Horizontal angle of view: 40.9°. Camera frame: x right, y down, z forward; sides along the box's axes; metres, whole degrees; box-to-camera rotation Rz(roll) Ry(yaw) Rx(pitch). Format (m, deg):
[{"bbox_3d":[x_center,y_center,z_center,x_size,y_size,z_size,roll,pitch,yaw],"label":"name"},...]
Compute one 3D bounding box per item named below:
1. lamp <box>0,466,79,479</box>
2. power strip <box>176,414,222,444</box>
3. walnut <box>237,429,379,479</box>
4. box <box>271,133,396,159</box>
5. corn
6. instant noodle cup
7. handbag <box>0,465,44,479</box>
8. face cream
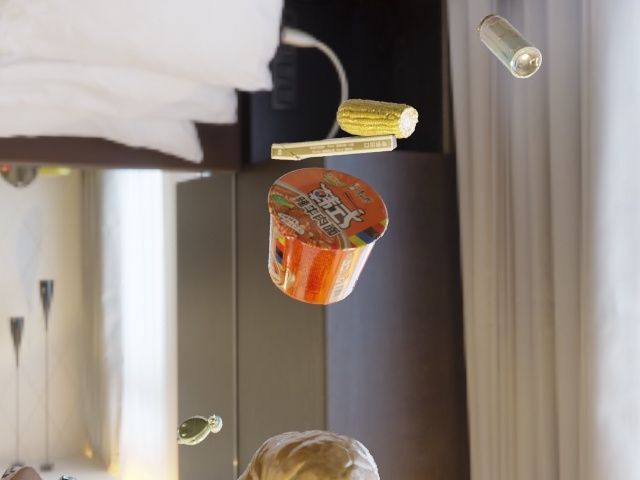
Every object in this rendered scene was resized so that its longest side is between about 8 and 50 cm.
[{"bbox_3d":[-0.580,0.687,1.936,0.374,0.272,0.205,24,178,-11],"label":"lamp"},{"bbox_3d":[-0.209,0.316,1.456,0.083,0.055,0.035,-18,132,8],"label":"power strip"},{"bbox_3d":[-0.020,0.532,1.816,0.285,0.285,0.296,0,145,-47],"label":"walnut"},{"bbox_3d":[0.025,-0.156,1.428,0.198,0.029,0.109,-4,-173,9],"label":"box"},{"bbox_3d":[0.139,-0.309,2.180,0.093,0.093,0.244,0,-170,-38],"label":"corn"},{"bbox_3d":[0.000,0.000,1.792,0.250,0.192,0.250,7,-138,-7],"label":"instant noodle cup"},{"bbox_3d":[-0.519,0.515,1.526,0.072,0.193,0.151,-31,-173,19],"label":"handbag"},{"bbox_3d":[0.416,-0.447,1.937,0.075,0.075,0.229,0,-145,-17],"label":"face cream"}]
